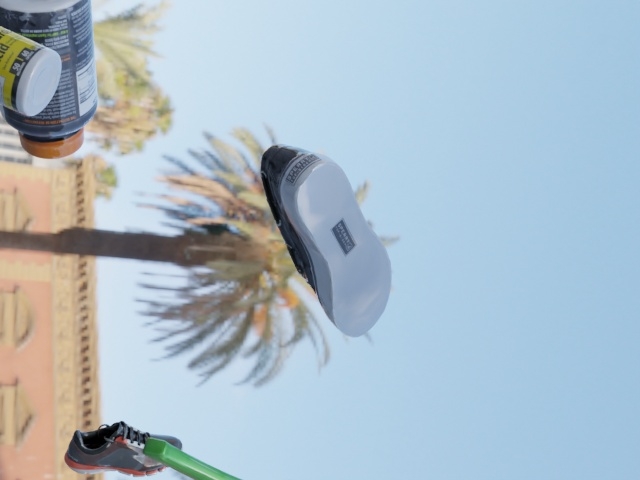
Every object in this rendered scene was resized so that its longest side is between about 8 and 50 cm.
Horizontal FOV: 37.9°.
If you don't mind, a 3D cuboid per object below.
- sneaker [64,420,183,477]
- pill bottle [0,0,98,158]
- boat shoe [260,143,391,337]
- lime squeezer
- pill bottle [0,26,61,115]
[{"bbox_3d":[-0.256,0.272,1.239,0.061,0.158,0.065,-123,-140,-49],"label":"sneaker"},{"bbox_3d":[-0.357,-0.224,1.209,0.245,0.130,0.130,99,-24,-43],"label":"pill bottle"},{"bbox_3d":[0.000,0.000,0.857,0.080,0.228,0.076,-44,-132,-14],"label":"boat shoe"},{"bbox_3d":[-0.041,0.250,0.808,0.310,0.110,0.059,63,23,-53],"label":"lime squeezer"},{"bbox_3d":[-0.299,-0.162,0.838,0.065,0.116,0.065,23,90,-86],"label":"pill bottle"}]
